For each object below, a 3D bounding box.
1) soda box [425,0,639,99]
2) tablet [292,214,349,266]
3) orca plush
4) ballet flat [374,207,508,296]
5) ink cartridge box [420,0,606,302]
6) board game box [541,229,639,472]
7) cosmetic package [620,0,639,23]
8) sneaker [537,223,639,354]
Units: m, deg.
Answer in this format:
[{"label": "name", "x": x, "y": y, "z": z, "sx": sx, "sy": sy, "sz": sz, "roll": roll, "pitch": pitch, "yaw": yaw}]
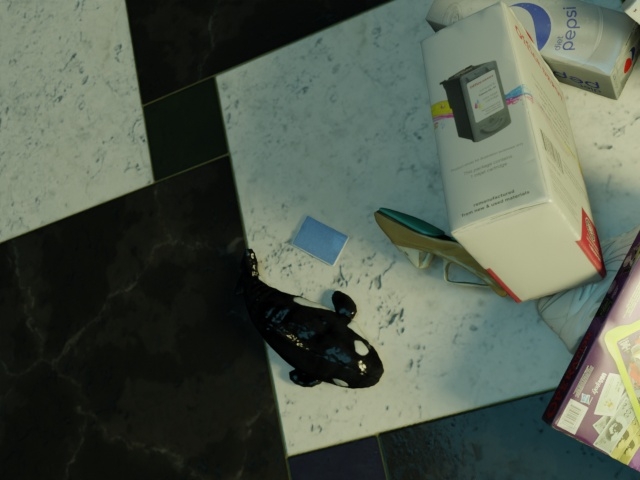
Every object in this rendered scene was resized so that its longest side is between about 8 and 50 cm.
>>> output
[{"label": "soda box", "x": 0.300, "y": -0.296, "z": 1.276, "sx": 0.286, "sy": 0.098, "sz": 0.091, "roll": 25, "pitch": 89, "yaw": 26}, {"label": "tablet", "x": 0.000, "y": 0.000, "z": 1.390, "sx": 0.083, "sy": 0.006, "sz": 0.054, "roll": 28, "pitch": 90, "yaw": 26}, {"label": "orca plush", "x": -0.036, "y": 0.114, "z": 1.325, "sx": 0.151, "sy": 0.102, "sz": 0.287, "roll": -44, "pitch": 64, "yaw": 9}, {"label": "ballet flat", "x": 0.169, "y": 0.018, "z": 1.273, "sx": 0.232, "sy": 0.080, "sz": 0.073, "roll": 20, "pitch": 100, "yaw": 28}, {"label": "ink cartridge box", "x": 0.244, "y": -0.107, "z": 1.145, "sx": 0.131, "sy": 0.226, "sz": 0.306, "roll": -22, "pitch": 54, "yaw": 25}, {"label": "board game box", "x": 0.438, "y": 0.113, "z": 1.090, "sx": 0.208, "sy": 0.056, "sz": 0.347, "roll": 28, "pitch": 90, "yaw": -2}, {"label": "cosmetic package", "x": 0.499, "y": -0.251, "z": 1.124, "sx": 0.239, "sy": 0.060, "sz": 0.099, "roll": 38, "pitch": 111, "yaw": -6}, {"label": "sneaker", "x": 0.369, "y": 0.031, "z": 1.174, "sx": 0.232, "sy": 0.090, "sz": 0.115, "roll": -48, "pitch": 56, "yaw": 3}]
